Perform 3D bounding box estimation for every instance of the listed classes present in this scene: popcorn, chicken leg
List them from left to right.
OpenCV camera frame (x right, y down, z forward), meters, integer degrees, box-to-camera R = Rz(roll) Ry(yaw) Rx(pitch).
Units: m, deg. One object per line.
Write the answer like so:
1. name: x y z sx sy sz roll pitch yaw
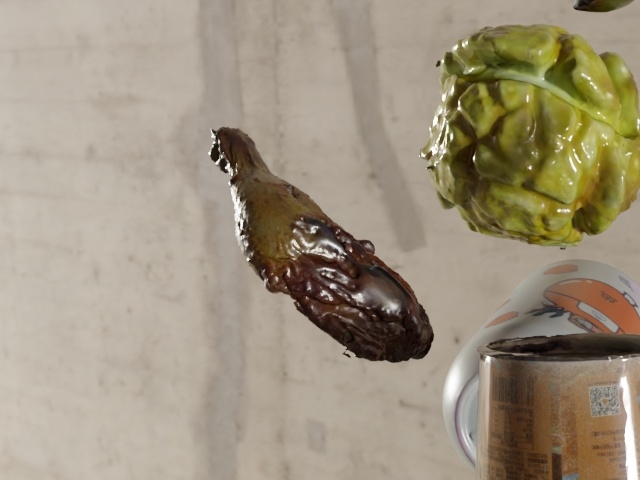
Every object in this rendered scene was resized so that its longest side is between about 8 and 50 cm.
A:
1. chicken leg: -0.005 0.003 1.359 0.322 0.177 0.083 38 -66 -4
2. popcorn: 0.245 -0.123 1.556 0.282 0.247 0.282 -176 -90 -74

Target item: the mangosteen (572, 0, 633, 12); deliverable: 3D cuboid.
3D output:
1. mangosteen: 0.276 -0.361 1.300 0.233 0.288 0.287 10 -74 48

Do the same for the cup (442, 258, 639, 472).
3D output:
1. cup: 0.274 0.165 1.538 0.212 0.317 0.212 7 -73 22

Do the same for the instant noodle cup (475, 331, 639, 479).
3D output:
1. instant noodle cup: 0.227 0.192 1.152 0.217 0.217 0.207 0 -85 45
